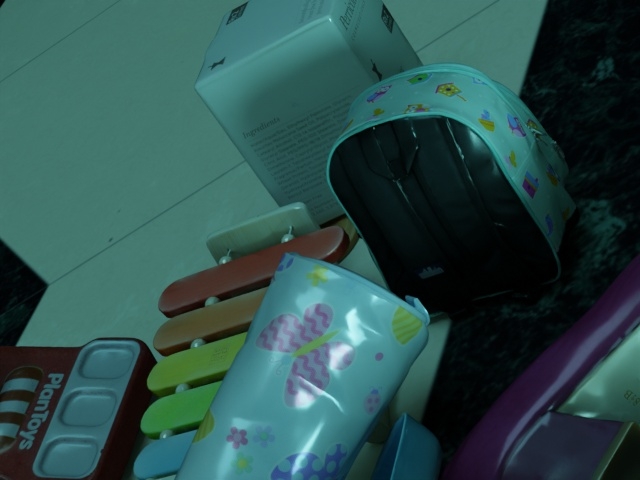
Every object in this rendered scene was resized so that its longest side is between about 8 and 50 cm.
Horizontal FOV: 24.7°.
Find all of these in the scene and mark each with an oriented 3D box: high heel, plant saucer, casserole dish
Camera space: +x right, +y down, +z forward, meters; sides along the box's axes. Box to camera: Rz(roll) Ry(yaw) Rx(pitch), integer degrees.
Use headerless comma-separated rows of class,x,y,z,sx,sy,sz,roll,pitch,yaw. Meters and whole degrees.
high heel,0.218,0.045,0.984,0.377,0.127,0.181,-47,21,-22
plant saucer,0.000,0.000,1.377,0.083,0.013,0.083,-28,33,20
casserole dish,0.045,0.205,0.990,0.114,0.037,0.188,110,180,-47

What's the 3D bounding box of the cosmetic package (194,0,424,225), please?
cosmetic package,0.003,-0.140,1.376,0.151,0.183,0.151,-24,28,23

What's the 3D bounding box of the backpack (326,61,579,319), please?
backpack,0.101,-0.051,1.161,0.166,0.188,0.144,-16,38,36

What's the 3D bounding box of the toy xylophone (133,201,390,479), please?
toy xylophone,-0.045,0.098,1.229,0.236,0.081,0.322,-24,34,24

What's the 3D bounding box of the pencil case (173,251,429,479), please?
pencil case,-0.025,0.146,1.041,0.113,0.124,0.273,73,-138,-81

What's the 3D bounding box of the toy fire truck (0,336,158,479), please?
toy fire truck,-0.295,0.209,1.301,0.254,0.169,0.302,-3,44,20
